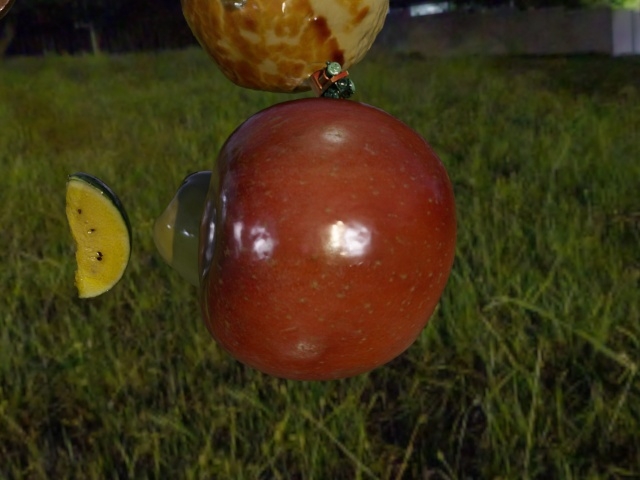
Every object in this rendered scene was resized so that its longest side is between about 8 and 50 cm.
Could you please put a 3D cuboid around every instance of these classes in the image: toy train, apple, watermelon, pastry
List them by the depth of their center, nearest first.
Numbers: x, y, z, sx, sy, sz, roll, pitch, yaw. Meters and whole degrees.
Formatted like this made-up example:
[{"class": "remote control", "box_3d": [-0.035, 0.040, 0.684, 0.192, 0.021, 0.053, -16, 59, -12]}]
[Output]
[{"class": "apple", "box_3d": [0.000, 0.000, 1.055, 0.277, 0.348, 0.348, 4, 10, -14]}, {"class": "toy train", "box_3d": [0.017, -0.245, 1.360, 0.044, 0.064, 0.103, -28, 2, -16]}, {"class": "pastry", "box_3d": [-0.074, -0.433, 1.548, 0.388, 0.388, 0.312, 1, 54, 30]}, {"class": "apple", "box_3d": [-0.207, -0.021, 1.772, 0.262, 0.262, 0.262, -6, 13, 1]}, {"class": "watermelon", "box_3d": [-0.460, -0.012, 1.810, 0.129, 0.301, 0.123, -11, 35, -21]}]

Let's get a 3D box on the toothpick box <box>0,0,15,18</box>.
[{"class": "toothpick box", "box_3d": [-0.561, -0.436, 1.307, 0.192, 0.192, 0.294, -10, -2, -14]}]
